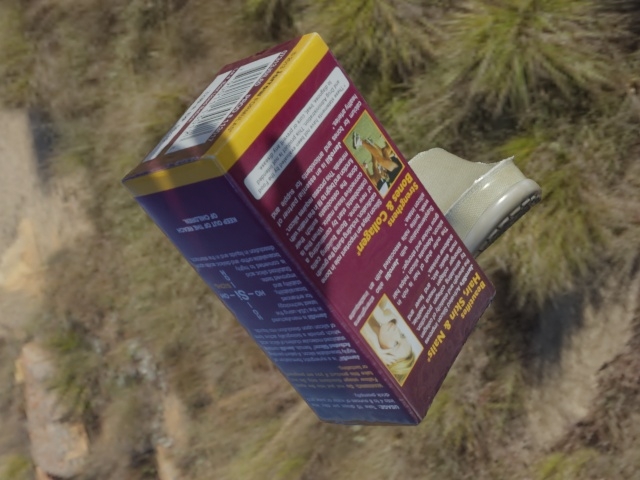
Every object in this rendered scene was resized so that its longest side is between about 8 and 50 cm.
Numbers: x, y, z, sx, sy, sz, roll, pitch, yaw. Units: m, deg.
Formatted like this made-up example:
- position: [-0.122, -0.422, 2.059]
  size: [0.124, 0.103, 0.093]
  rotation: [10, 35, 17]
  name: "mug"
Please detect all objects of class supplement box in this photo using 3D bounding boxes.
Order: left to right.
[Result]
- position: [0.000, 0.000, 0.576]
  size: [0.080, 0.104, 0.188]
  rotation: [-9, 126, 46]
  name: "supplement box"

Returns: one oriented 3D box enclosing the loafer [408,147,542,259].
- position: [0.104, -0.031, 0.933]
  size: [0.092, 0.102, 0.268]
  rotation: [50, 169, -3]
  name: "loafer"
